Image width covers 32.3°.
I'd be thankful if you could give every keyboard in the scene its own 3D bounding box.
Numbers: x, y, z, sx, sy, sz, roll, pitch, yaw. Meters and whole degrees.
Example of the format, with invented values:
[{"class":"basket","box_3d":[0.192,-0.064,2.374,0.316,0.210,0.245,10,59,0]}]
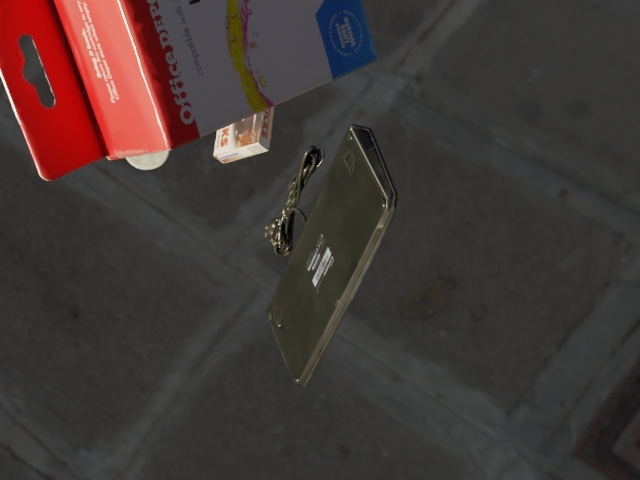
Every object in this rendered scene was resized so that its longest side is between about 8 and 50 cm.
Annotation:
[{"class":"keyboard","box_3d":[0.000,0.000,1.240,0.033,0.317,0.201,-2,49,-28]}]

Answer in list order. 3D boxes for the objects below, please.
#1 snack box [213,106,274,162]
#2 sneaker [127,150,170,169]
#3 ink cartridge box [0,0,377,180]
[{"class":"snack box","box_3d":[-0.077,-0.173,1.219,0.064,0.022,0.178,-13,59,34]},{"class":"sneaker","box_3d":[-0.290,-0.268,1.721,0.108,0.169,0.292,-5,105,-8]},{"class":"ink cartridge box","box_3d":[-0.082,-0.136,0.686,0.231,0.134,0.078,-30,19,-37]}]
